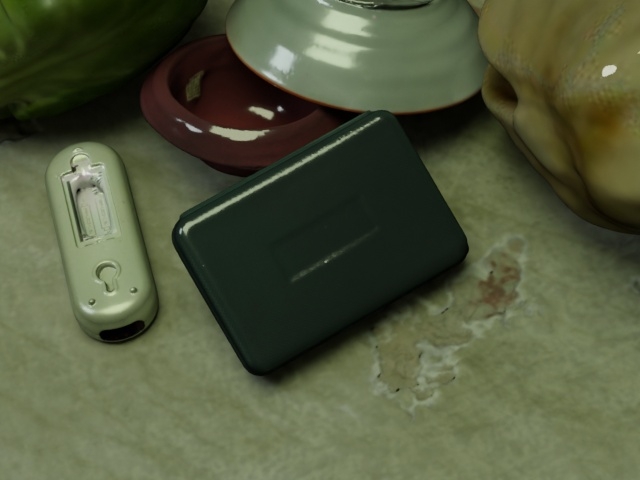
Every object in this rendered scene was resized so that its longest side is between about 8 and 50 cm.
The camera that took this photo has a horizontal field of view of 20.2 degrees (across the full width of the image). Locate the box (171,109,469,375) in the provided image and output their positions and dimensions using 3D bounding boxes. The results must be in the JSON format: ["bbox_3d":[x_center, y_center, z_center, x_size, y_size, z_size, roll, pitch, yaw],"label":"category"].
[{"bbox_3d":[0.000,0.000,1.572,0.230,0.050,0.160,-30,88,-13],"label":"box"}]

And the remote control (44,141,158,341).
[{"bbox_3d":[-0.204,-0.005,1.655,0.078,0.042,0.221,-15,53,-4],"label":"remote control"}]

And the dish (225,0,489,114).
[{"bbox_3d":[0.043,-0.222,1.689,0.260,0.085,0.260,7,36,-5],"label":"dish"}]

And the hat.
[{"bbox_3d":[-0.066,-0.115,1.679,0.205,0.089,0.205,2,40,-2],"label":"hat"}]

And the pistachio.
[{"bbox_3d":[0.319,-0.181,1.579,0.365,0.281,0.445,2,40,20],"label":"pistachio"}]

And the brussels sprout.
[{"bbox_3d":[-0.265,-0.263,1.708,0.355,0.281,0.289,-41,64,10],"label":"brussels sprout"}]
